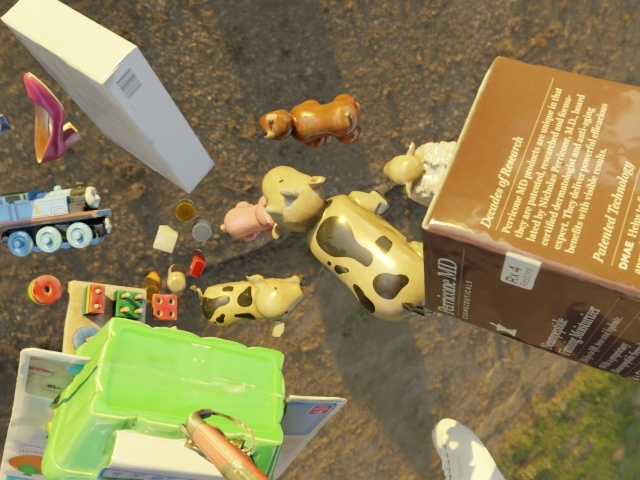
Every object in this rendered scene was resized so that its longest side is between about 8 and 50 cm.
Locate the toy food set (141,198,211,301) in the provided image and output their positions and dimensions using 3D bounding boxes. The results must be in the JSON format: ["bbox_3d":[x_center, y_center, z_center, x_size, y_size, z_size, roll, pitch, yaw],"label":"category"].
[{"bbox_3d":[-0.303,0.018,1.311,0.111,0.104,0.232,17,104,-17],"label":"toy food set"}]

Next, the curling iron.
[{"bbox_3d":[-0.007,0.199,0.425,0.068,0.274,0.035,31,88,-53],"label":"curling iron"}]

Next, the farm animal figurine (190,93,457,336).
[{"bbox_3d":[0.000,0.000,0.716,0.172,0.327,0.330,-15,129,-65],"label":"farm animal figurine"}]

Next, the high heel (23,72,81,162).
[{"bbox_3d":[-0.656,-0.280,1.424,0.117,0.082,0.244,-41,162,-17],"label":"high heel"}]

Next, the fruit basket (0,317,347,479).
[{"bbox_3d":[-0.187,0.250,0.696,0.327,0.165,0.353,16,128,-20],"label":"fruit basket"}]

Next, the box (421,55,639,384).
[{"bbox_3d":[0.205,-0.011,0.488,0.167,0.203,0.168,-64,160,-21],"label":"box"}]

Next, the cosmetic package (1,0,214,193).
[{"bbox_3d":[-0.394,-0.276,1.192,0.097,0.284,0.377,-53,158,-13],"label":"cosmetic package"}]

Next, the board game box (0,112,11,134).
[{"bbox_3d":[-0.814,-0.217,1.294,0.243,0.165,0.042,-45,149,-32],"label":"board game box"}]

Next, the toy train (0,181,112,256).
[{"bbox_3d":[-0.435,-0.035,0.994,0.184,0.080,0.105,-8,97,3],"label":"toy train"}]

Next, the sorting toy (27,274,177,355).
[{"bbox_3d":[-0.339,0.137,1.011,0.275,0.046,0.132,13,68,-41],"label":"sorting toy"}]

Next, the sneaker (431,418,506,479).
[{"bbox_3d":[0.244,0.422,1.062,0.123,0.290,0.105,-14,115,-13],"label":"sneaker"}]
